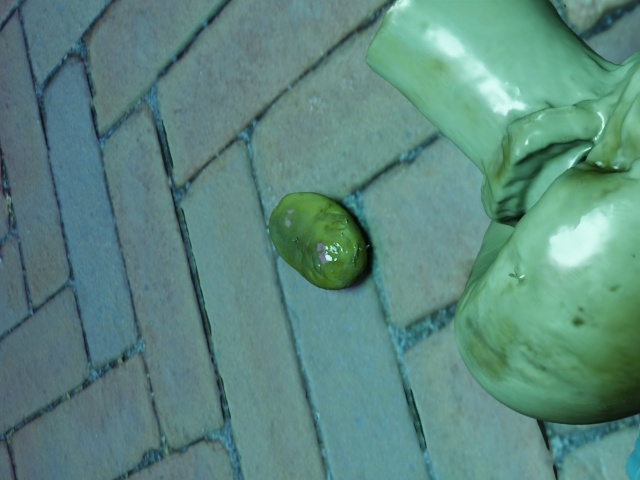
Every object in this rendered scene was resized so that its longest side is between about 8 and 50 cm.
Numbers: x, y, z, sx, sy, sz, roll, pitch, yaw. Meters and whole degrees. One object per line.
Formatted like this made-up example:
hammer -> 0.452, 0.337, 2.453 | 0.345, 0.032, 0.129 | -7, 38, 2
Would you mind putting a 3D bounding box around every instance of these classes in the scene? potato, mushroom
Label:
potato -> 0.000, 0.000, 1.280 | 0.138, 0.070, 0.091 | 44, 129, 44
mushroom -> 0.152, -0.046, 0.741 | 0.290, 0.292, 0.292 | 38, 127, 1

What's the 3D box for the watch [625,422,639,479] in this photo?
watch -> 0.330, 0.154, 0.775 | 0.193, 0.211, 0.211 | -146, 62, -66
